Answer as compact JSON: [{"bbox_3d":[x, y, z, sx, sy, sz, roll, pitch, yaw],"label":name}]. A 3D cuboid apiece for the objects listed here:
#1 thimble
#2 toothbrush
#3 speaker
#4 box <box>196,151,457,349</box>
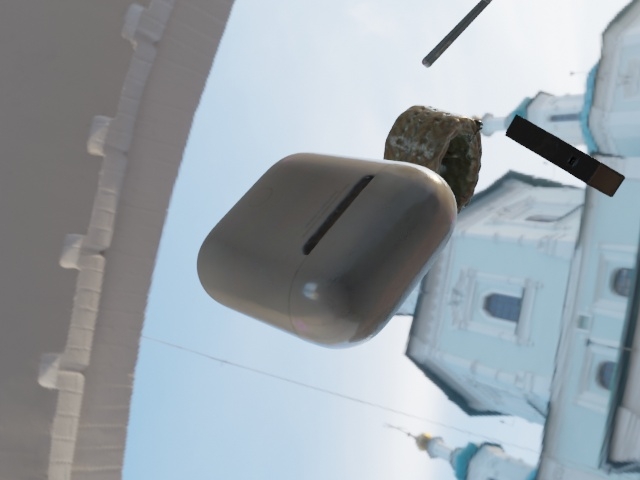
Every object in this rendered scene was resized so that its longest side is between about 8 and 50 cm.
[{"bbox_3d":[0.240,-0.166,1.565,0.196,0.148,0.229,-29,-51,-37],"label":"thimble"},{"bbox_3d":[0.352,-0.510,1.635,0.342,0.030,0.025,-43,-49,21],"label":"toothbrush"},{"bbox_3d":[0.422,-0.149,1.293,0.082,0.218,0.044,18,-71,-37],"label":"speaker"},{"bbox_3d":[-0.001,-0.001,1.041,0.289,0.349,0.141,-49,-52,-23],"label":"box"}]
